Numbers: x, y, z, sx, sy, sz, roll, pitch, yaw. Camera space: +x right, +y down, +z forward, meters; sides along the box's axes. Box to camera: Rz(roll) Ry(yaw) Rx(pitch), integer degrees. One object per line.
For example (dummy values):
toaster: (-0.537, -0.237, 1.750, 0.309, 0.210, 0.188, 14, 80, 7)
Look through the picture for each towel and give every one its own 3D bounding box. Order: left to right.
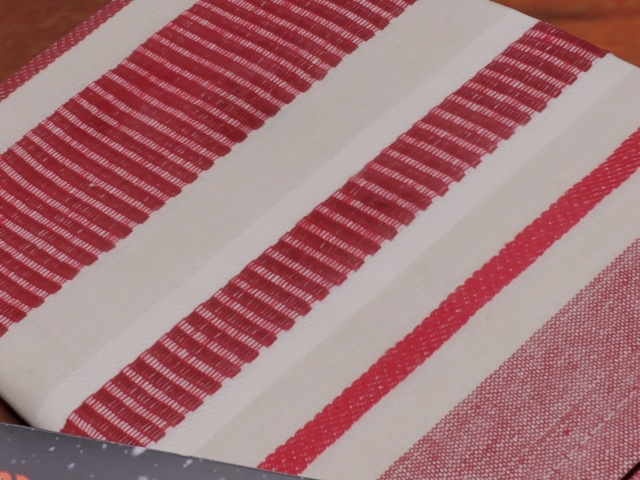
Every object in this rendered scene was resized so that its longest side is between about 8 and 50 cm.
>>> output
towel: (0.000, 0.000, 0.654, 0.237, 0.037, 0.329, -40, 47, -19)

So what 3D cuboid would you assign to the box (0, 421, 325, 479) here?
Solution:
box: (-0.057, 0.111, 0.470, 0.233, 0.159, 0.044, 8, 49, 22)
